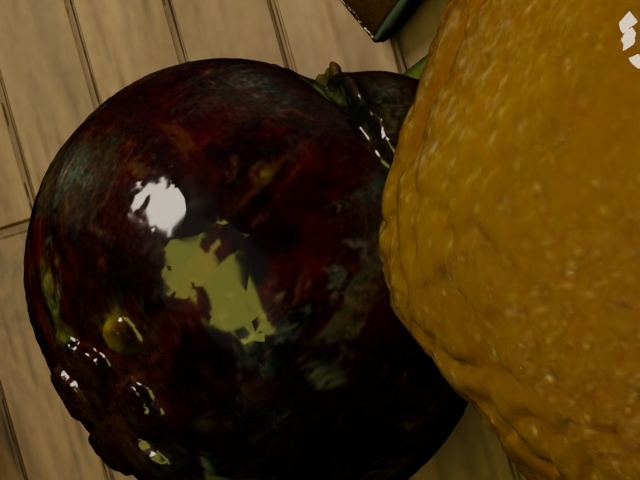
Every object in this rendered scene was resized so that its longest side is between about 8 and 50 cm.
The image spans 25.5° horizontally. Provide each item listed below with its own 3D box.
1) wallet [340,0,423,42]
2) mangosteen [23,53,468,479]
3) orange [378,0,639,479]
[{"bbox_3d":[-0.010,-0.235,0.716,0.255,0.031,0.137,50,122,14],"label":"wallet"},{"bbox_3d":[0.000,0.000,0.679,0.289,0.231,0.231,-39,77,-17],"label":"mangosteen"},{"bbox_3d":[0.197,-0.033,0.497,0.357,0.322,0.322,-30,84,17],"label":"orange"}]
